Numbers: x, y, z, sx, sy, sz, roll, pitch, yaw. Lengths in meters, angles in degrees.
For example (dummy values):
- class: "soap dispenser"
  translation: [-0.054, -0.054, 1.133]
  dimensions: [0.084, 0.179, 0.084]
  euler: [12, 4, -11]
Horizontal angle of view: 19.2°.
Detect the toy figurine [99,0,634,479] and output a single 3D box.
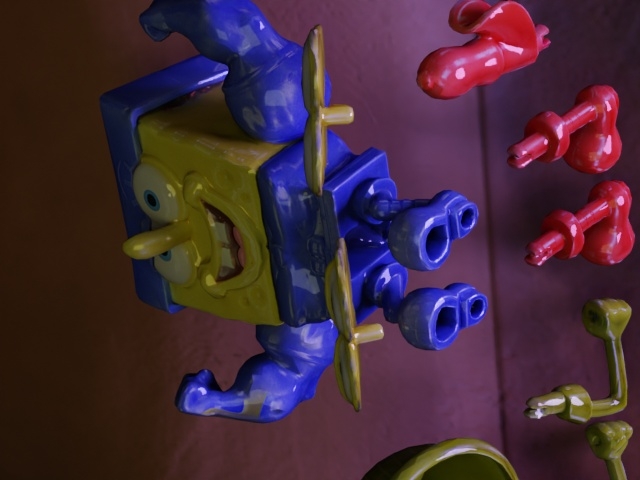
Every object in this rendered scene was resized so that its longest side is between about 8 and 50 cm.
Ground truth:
- class: "toy figurine"
  translation: [0.000, 0.000, 0.855]
  dimensions: [0.217, 0.191, 0.362]
  euler: [19, 130, 39]
